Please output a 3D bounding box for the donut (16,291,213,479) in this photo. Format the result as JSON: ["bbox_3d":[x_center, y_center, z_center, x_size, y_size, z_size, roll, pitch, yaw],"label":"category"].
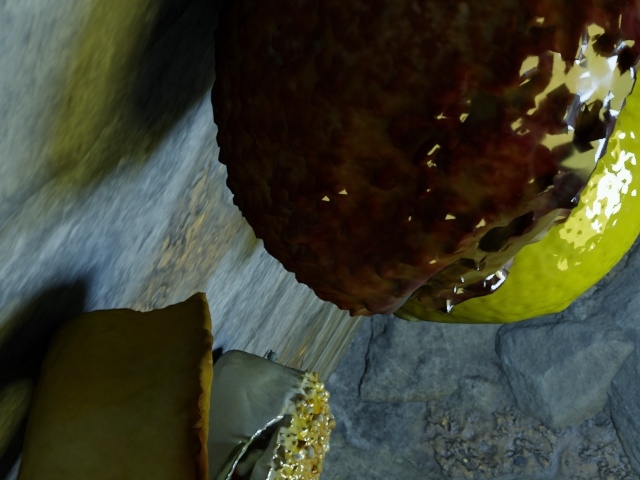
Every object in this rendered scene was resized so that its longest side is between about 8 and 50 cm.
[{"bbox_3d":[-0.128,0.179,1.018,0.303,0.110,0.303,-175,-90,-86],"label":"donut"}]

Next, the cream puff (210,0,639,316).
[{"bbox_3d":[0.058,-0.120,0.947,0.350,0.228,0.350,-157,-90,-84],"label":"cream puff"}]

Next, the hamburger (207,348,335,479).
[{"bbox_3d":[-0.093,0.258,1.716,0.302,0.170,0.302,-58,175,-9],"label":"hamburger"}]

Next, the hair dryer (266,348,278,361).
[{"bbox_3d":[-0.084,0.189,2.057,0.100,0.057,0.198,-64,-179,34],"label":"hair dryer"}]

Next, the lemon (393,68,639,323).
[{"bbox_3d":[0.162,-0.087,1.514,0.336,0.336,0.336,-58,173,-11],"label":"lemon"}]
